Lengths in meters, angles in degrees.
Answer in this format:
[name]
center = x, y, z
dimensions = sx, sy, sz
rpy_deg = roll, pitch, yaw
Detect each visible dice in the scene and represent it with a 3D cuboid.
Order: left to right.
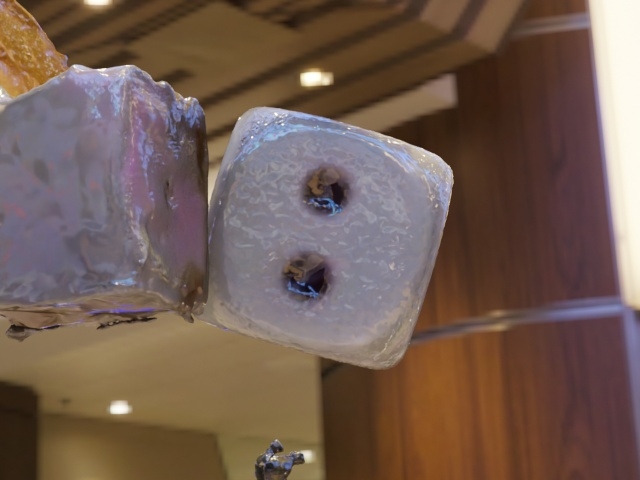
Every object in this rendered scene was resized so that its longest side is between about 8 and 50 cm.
[dice]
center = 0.000, 0.000, 1.273
dimensions = 0.194, 0.192, 0.193
rpy_deg = 17, -1, 2

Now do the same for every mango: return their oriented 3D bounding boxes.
[mango]
center = -0.381, -0.169, 1.703
dimensions = 0.199, 0.201, 0.350
rpy_deg = -24, -60, 14

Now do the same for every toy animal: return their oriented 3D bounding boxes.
[toy animal]
center = -0.048, 0.291, 1.627
dimensions = 0.047, 0.136, 0.065
rpy_deg = 6, 16, 20

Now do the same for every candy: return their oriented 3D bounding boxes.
[candy]
center = -0.186, -0.026, 1.133
dimensions = 0.184, 0.195, 0.137
rpy_deg = -5, -10, 25
